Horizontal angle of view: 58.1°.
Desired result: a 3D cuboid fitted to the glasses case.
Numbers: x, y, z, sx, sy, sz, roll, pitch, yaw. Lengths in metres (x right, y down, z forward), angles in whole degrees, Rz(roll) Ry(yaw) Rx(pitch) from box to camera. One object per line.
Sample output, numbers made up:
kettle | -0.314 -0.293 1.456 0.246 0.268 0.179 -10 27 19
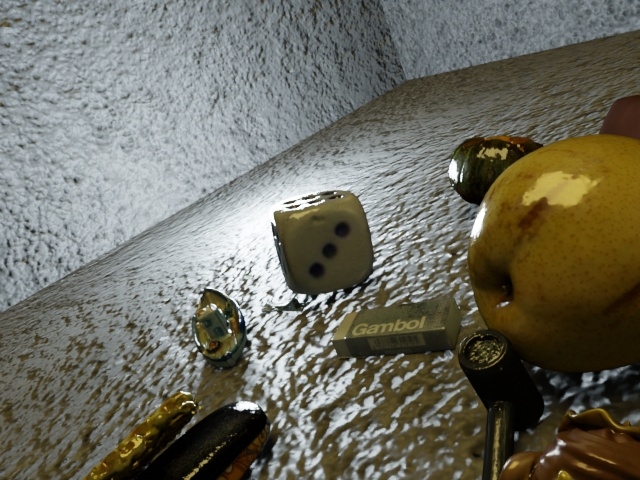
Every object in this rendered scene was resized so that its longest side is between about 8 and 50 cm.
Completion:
glasses case | -0.199 0.347 0.805 0.122 0.082 0.321 -6 27 48

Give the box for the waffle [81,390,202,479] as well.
waffle | -0.280 0.323 0.845 0.254 0.052 0.245 -42 -7 -30

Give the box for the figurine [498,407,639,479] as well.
figurine | 0.214 0.255 0.507 0.263 0.142 0.189 -32 21 -17

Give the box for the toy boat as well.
toy boat | -0.224 0.170 1.227 0.114 0.115 0.262 -26 20 -7

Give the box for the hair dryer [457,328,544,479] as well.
hair dryer | 0.196 0.229 0.644 0.070 0.128 0.255 -16 32 31

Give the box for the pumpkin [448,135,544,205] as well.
pumpkin | 0.402 -0.151 1.289 0.238 0.159 0.238 -3 13 1

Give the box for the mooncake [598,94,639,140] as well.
mooncake | 0.580 -0.131 0.871 0.326 0.174 0.333 -51 23 35

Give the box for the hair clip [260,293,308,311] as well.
hair clip | -0.085 0.139 1.271 0.115 0.039 0.030 -11 21 35

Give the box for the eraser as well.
eraser | 0.129 0.152 0.990 0.213 0.046 0.092 -12 23 28

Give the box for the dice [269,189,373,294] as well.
dice | 0.000 0.000 1.262 0.193 0.191 0.194 -12 14 -8

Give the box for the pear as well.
pear | 0.344 0.014 0.749 0.314 0.314 0.314 -20 20 8
